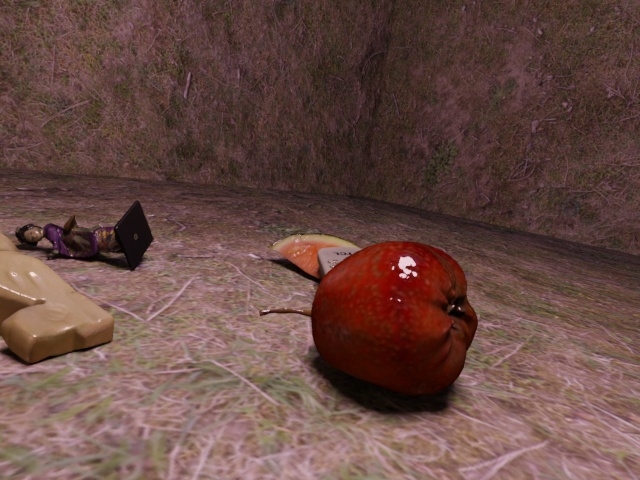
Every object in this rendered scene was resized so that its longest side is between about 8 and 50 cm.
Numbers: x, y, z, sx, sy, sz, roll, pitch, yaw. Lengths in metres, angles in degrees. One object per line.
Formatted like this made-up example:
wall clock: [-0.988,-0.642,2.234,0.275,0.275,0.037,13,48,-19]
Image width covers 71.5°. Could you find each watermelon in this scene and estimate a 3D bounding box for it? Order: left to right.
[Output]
watermelon: [0.015,0.043,0.825,0.245,0.063,0.119,24,33,34]

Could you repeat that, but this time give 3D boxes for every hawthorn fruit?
hawthorn fruit: [0.050,0.078,0.461,0.204,0.162,0.163,-7,-3,41]

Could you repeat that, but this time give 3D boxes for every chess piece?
chess piece: [-0.303,0.053,0.443,0.200,0.090,0.090,25,15,20]

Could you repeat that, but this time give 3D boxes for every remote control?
remote control: [0.048,0.058,0.699,0.088,0.029,0.190,1,24,-9]

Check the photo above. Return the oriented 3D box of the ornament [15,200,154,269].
ornament: [-0.379,0.000,0.692,0.203,0.088,0.081,-3,35,0]
